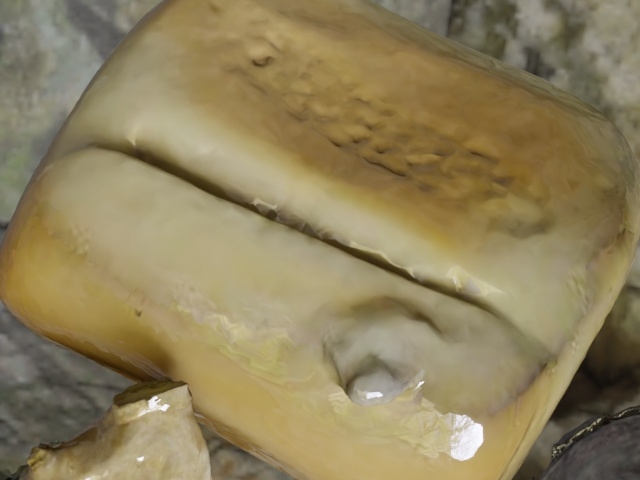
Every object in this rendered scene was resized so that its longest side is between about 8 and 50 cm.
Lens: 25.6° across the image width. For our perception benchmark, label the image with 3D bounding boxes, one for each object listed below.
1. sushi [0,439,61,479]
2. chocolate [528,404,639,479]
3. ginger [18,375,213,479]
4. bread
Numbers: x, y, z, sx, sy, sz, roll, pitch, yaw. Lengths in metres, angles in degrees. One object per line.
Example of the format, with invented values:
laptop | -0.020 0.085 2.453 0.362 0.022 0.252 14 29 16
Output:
sushi | -0.371 0.409 1.433 0.240 0.396 0.351 56 18 -4
chocolate | 0.330 0.316 1.276 0.213 0.303 0.303 -89 -173 -75
ginger | -0.223 0.239 0.788 0.122 0.348 0.363 -105 -171 -66
bread | 0.000 0.000 0.937 0.348 0.376 0.253 -58 169 -37
